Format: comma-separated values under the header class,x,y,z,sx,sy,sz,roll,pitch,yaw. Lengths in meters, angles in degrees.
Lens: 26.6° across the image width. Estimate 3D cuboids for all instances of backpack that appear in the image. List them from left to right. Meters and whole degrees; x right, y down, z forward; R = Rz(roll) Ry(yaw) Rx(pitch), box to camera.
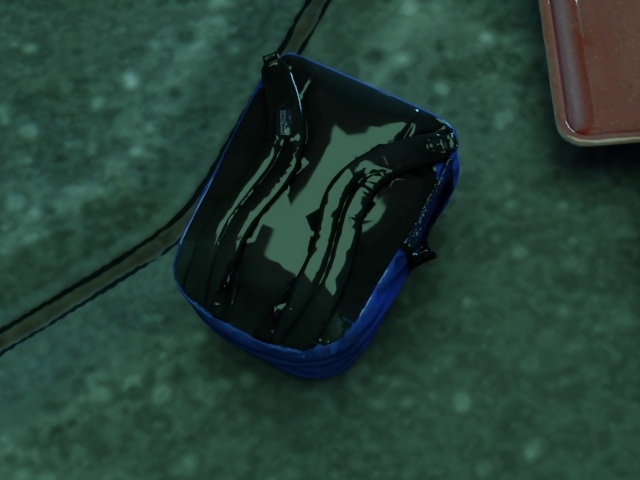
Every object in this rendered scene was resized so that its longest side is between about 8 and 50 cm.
class,x,y,z,sx,sy,sz,roll,pitch,yaw
backpack,0.000,0.000,0.592,0.098,0.101,0.120,23,74,16

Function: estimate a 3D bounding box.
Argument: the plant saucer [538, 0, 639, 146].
class,x,y,z,sx,sy,sz,roll,pitch,yaw
plant saucer,0.231,-0.160,0.675,0.259,0.047,0.258,-5,66,4
